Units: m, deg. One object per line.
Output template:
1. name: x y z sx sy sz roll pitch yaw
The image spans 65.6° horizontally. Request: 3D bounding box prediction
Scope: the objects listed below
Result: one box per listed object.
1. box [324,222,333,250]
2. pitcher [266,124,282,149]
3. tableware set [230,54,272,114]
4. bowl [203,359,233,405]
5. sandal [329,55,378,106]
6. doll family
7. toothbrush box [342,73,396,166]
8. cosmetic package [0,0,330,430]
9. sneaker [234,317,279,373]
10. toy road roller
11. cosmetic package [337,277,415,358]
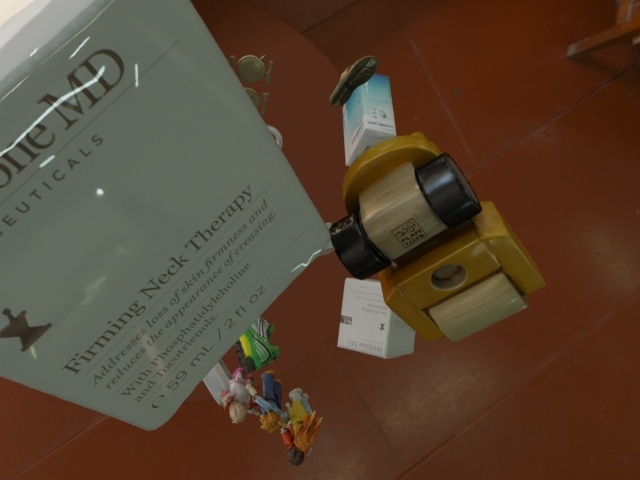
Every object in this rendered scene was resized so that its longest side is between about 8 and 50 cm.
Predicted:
1. box: 0.000 0.000 1.865 0.101 0.087 0.101 -12 75 -42
2. pitcher: -0.181 -0.146 0.981 0.206 0.125 0.178 3 113 -16
3. tableware set: -0.221 -0.480 1.522 0.128 0.039 0.194 2 137 -16
4. bowl: -0.259 0.338 1.244 0.053 0.142 0.142 -34 78 -10
5. sandal: 0.088 -0.466 1.435 0.072 0.049 0.180 17 130 -42
6. doll family: -0.085 0.362 1.056 0.118 0.163 0.263 -44 109 11
7. toothbrush box: 0.176 -0.450 1.873 0.126 0.216 0.296 8 58 -14
8. cosmetic package: -0.258 -0.059 0.553 0.329 0.327 0.394 -48 143 -11
9. sneaker: -0.253 0.309 1.781 0.146 0.134 0.344 -11 53 -24
10. toy road roller: 0.173 -0.022 0.782 0.202 0.241 0.329 -33 122 23
11. cosmetic package: 0.155 0.199 1.303 0.151 0.151 0.184 10 86 -53
